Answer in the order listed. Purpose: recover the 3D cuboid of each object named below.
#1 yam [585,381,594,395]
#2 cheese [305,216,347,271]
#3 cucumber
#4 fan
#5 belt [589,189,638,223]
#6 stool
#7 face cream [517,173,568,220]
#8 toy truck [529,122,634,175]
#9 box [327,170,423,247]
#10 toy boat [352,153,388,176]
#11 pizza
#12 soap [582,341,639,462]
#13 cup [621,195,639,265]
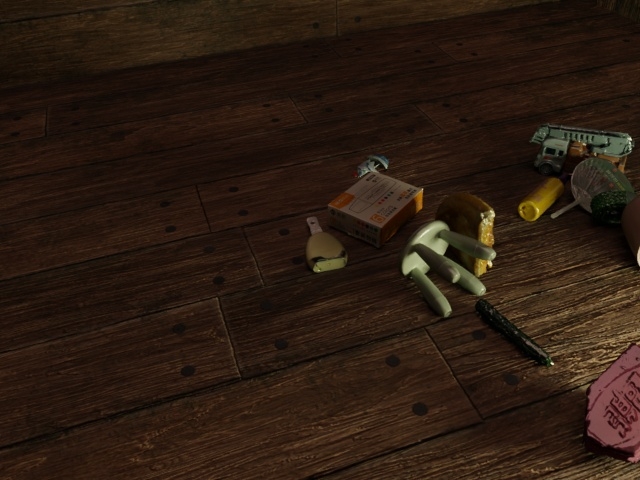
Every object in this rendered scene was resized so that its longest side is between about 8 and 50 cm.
[{"bbox_3d":[0.717,0.419,1.296,0.046,0.046,0.264,-24,44,-25],"label":"yam"},{"bbox_3d":[0.000,0.000,1.836,0.127,0.054,0.251,-10,39,-9],"label":"cheese"},{"bbox_3d":[0.504,0.244,1.523,0.044,0.043,0.256,-27,46,-20],"label":"cucumber"},{"bbox_3d":[0.910,-0.180,1.959,0.294,0.012,0.223,-2,70,1],"label":"fan"},{"bbox_3d":[0.947,-0.098,1.853,0.151,0.121,0.079,0,59,3],"label":"belt"},{"bbox_3d":[0.348,0.074,1.625,0.195,0.195,0.199,-24,48,-25],"label":"stool"},{"bbox_3d":[0.773,-0.160,1.973,0.078,0.078,0.273,30,49,33],"label":"face cream"},{"bbox_3d":[0.926,-0.324,2.082,0.338,0.184,0.133,19,43,23],"label":"toy truck"},{"bbox_3d":[0.185,-0.110,1.930,0.220,0.091,0.274,22,45,28],"label":"box"},{"bbox_3d":[0.184,-0.284,2.201,0.149,0.034,0.105,-21,44,-3],"label":"toy boat"},{"bbox_3d":[0.426,-0.063,1.722,0.087,0.268,0.258,-24,47,-11],"label":"pizza"},{"bbox_3d":[0.671,0.369,1.263,0.250,0.099,0.162,-42,56,-11],"label":"soap"},{"bbox_3d":[1.037,-0.015,1.724,0.252,0.191,0.200,26,35,-12],"label":"cup"}]
